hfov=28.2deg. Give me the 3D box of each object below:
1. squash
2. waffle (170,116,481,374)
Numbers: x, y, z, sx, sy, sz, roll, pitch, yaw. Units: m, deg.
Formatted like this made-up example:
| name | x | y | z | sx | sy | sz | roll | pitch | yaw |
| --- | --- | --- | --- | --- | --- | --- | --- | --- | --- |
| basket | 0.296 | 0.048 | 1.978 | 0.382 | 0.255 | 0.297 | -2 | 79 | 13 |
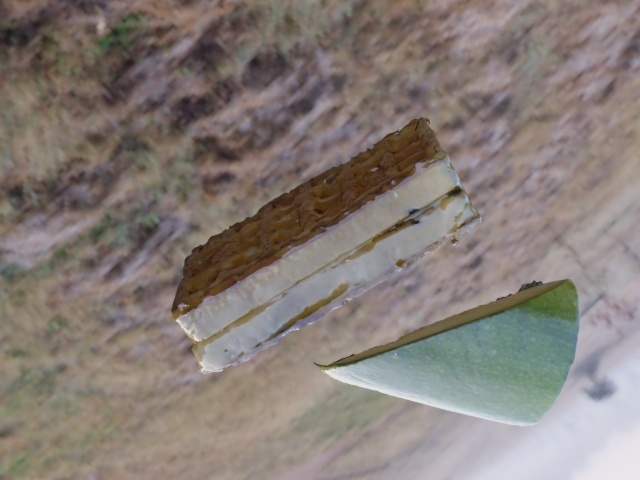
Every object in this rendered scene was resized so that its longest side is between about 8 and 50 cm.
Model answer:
| name | x | y | z | sx | sy | sz | roll | pitch | yaw |
| --- | --- | --- | --- | --- | --- | --- | --- | --- | --- |
| squash | 0.138 | 0.090 | 1.325 | 0.093 | 0.252 | 0.170 | 171 | -66 | -74 |
| waffle | 0.001 | 0.001 | 1.273 | 0.308 | 0.091 | 0.213 | -29 | -166 | 7 |
